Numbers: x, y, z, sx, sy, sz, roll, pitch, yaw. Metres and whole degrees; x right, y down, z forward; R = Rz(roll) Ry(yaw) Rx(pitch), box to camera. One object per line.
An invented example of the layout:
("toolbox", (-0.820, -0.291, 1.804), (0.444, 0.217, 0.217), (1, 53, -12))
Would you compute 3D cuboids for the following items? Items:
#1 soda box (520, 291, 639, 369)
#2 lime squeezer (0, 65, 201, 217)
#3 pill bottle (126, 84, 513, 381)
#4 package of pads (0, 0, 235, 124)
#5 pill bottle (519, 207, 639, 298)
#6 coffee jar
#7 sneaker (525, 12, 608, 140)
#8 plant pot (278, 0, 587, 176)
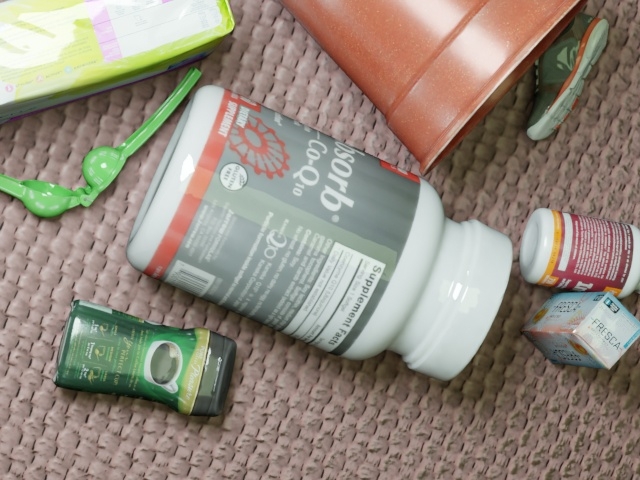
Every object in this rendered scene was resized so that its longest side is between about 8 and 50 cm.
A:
("soda box", (0.279, 0.096, 1.822), (0.058, 0.183, 0.063), (44, 81, -7))
("lime squeezer", (-0.262, -0.089, 1.791), (0.310, 0.059, 0.109), (-18, 96, -10))
("pill bottle", (0.000, 0.000, 1.762), (0.363, 0.210, 0.210), (24, 85, -9))
("package of pads", (-0.242, -0.199, 1.712), (0.297, 0.229, 0.101), (-19, 92, -9))
("pill bottle", (0.304, 0.018, 1.877), (0.152, 0.086, 0.086), (10, 87, -9))
("coffee jar", (-0.184, 0.127, 1.793), (0.184, 0.079, 0.096), (14, 84, -9))
("sneaker", (0.262, -0.186, 1.898), (0.065, 0.061, 0.158), (28, 83, 19))
("plant pot", (0.102, -0.254, 1.765), (0.265, 0.272, 0.272), (42, 83, 3))
